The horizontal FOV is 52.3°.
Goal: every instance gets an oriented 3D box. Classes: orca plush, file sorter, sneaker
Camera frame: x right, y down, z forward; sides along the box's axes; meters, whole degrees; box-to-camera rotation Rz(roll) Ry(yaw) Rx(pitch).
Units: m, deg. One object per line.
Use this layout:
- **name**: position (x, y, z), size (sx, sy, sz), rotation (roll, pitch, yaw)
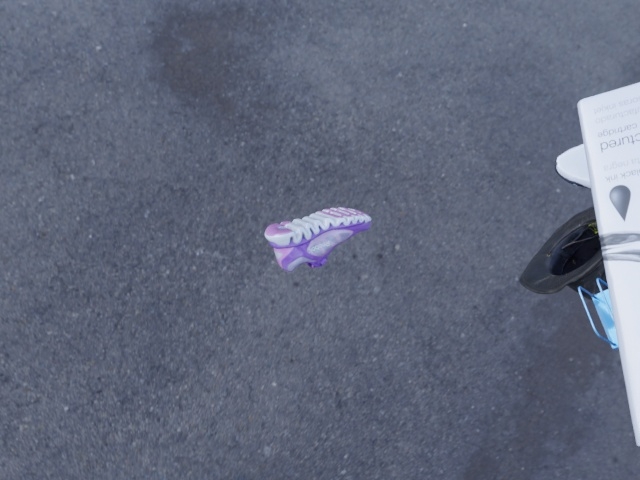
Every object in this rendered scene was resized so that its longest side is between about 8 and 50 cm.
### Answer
- **orca plush**: position (0.602, -0.151, 1.233), size (0.102, 0.287, 0.151), rotation (18, 56, -58)
- **file sorter**: position (0.597, 0.112, 1.236), size (0.104, 0.170, 0.118), rotation (26, 44, -40)
- **sneaker**: position (0.000, 0.000, 1.343), size (0.236, 0.105, 0.095), rotation (-16, 20, -26)

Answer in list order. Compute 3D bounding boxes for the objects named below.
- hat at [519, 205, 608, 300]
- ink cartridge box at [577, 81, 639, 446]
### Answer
- **hat**: position (0.634, 0.050, 1.529), size (0.134, 0.331, 0.331), rotation (50, 56, -9)
- **ink cartridge box**: position (0.226, 0.006, 0.339), size (0.082, 0.139, 0.191), rotation (19, 63, -54)
